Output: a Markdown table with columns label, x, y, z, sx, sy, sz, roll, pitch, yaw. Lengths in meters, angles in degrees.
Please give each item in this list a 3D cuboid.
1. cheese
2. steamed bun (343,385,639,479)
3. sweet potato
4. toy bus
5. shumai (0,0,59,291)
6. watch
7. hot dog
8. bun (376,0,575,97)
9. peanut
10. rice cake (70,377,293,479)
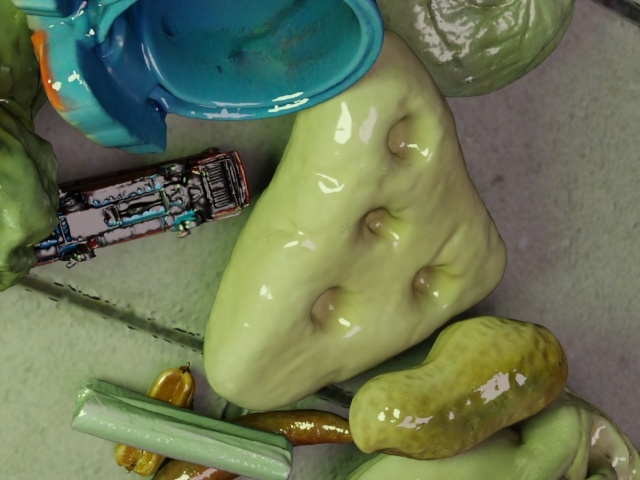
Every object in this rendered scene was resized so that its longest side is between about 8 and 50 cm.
| label | x | y | z | sx | sy | sz | roll | pitch | yaw |
| --- | --- | --- | --- | --- | --- | --- | --- | --- | --- |
| cheese | 0.000 | 0.000 | 1.281 | 0.328 | 0.129 | 0.351 | -37 | 136 | -7 |
| steamed bun | 0.211 | 0.331 | 1.439 | 0.339 | 0.247 | 0.352 | -32 | 110 | -8 |
| sweet potato | -0.084 | 0.219 | 1.395 | 0.255 | 0.078 | 0.058 | -23 | 139 | -1 |
| toy bus | -0.187 | -0.034 | 1.268 | 0.234 | 0.096 | 0.074 | -14 | 108 | -13 |
| shumai | -0.337 | -0.123 | 1.160 | 0.309 | 0.304 | 0.263 | 44 | 49 | -19 |
| watch | -0.099 | -0.222 | 1.071 | 0.274 | 0.305 | 0.242 | -10 | 68 | 12 |
| hot dog | -0.163 | 0.182 | 1.380 | 0.056 | 0.041 | 0.133 | 29 | 99 | -7 |
| bun | 0.143 | -0.235 | 1.308 | 0.221 | 0.108 | 0.221 | -6 | 109 | -17 |
| peanut | 0.134 | 0.147 | 1.352 | 0.236 | 0.110 | 0.120 | -18 | 121 | -17 |
| rice cake | -0.134 | 0.188 | 1.319 | 0.221 | 0.080 | 0.042 | 17 | 103 | -4 |
